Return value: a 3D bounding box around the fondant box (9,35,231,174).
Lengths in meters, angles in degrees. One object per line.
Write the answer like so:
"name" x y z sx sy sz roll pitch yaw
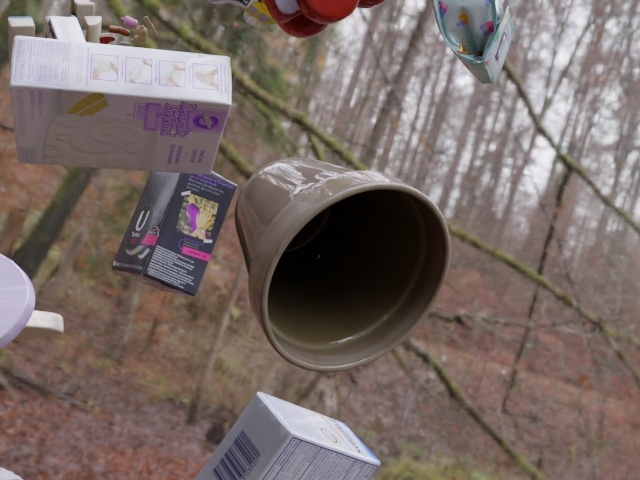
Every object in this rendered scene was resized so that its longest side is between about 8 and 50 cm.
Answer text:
"fondant box" -0.326 -0.211 1.410 0.330 0.096 0.238 2 -24 -15

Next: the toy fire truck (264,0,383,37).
"toy fire truck" 0.014 -0.483 1.372 0.253 0.302 0.169 64 -14 -11

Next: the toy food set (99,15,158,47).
"toy food set" -0.395 -0.417 1.744 0.122 0.019 0.078 -18 -37 7

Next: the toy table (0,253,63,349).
"toy table" -0.508 0.114 1.185 0.274 0.252 0.161 2 -23 5

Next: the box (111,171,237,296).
"box" -0.323 -0.030 1.907 0.143 0.270 0.165 28 -15 -35

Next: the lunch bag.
"lunch bag" 0.337 -0.486 1.902 0.160 0.262 0.223 -16 -6 15

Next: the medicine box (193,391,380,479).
"medicine box" -0.071 0.485 1.758 0.289 0.263 0.149 31 7 -42

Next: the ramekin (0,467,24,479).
"ramekin" -0.579 0.494 1.417 0.273 0.272 0.127 19 5 -20

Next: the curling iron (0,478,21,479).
"curling iron" -0.454 0.319 1.028 0.035 0.068 0.274 20 -4 26

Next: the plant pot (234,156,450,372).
"plant pot" 0.000 0.000 1.390 0.323 0.323 0.280 22 15 -37

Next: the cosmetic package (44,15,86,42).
"cosmetic package" -0.477 -0.314 1.666 0.060 0.239 0.099 -7 -33 -32

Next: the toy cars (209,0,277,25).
"toy cars" -0.180 -0.517 1.816 0.176 0.087 0.394 43 18 18

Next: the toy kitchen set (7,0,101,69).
"toy kitchen set" -0.627 -0.490 2.005 0.207 0.122 0.166 -8 47 -27
